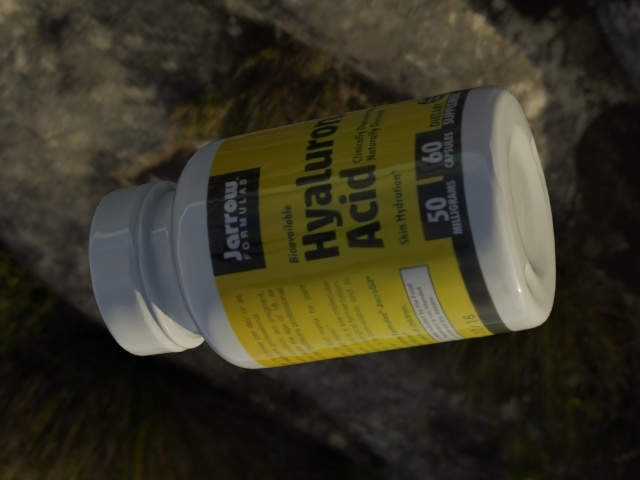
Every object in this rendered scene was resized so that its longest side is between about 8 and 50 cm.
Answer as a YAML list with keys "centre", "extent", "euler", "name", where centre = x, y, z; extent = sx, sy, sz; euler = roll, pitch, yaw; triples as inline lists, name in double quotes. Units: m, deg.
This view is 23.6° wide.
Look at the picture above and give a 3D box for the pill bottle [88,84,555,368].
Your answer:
- centre: [0.000, 0.000, 0.411]
  extent: [0.116, 0.065, 0.065]
  euler: [-11, 126, 19]
  name: "pill bottle"
